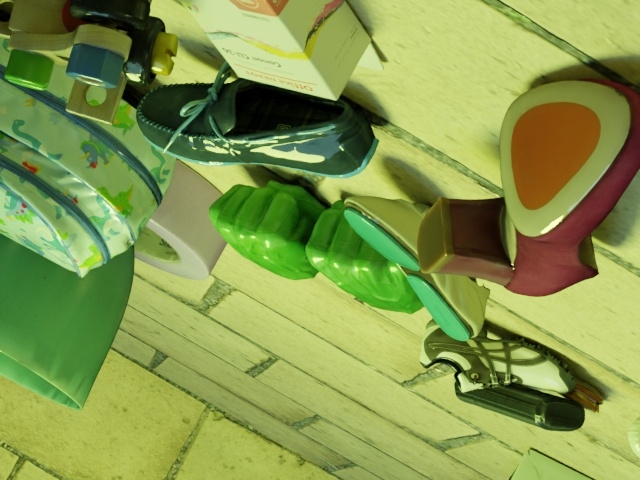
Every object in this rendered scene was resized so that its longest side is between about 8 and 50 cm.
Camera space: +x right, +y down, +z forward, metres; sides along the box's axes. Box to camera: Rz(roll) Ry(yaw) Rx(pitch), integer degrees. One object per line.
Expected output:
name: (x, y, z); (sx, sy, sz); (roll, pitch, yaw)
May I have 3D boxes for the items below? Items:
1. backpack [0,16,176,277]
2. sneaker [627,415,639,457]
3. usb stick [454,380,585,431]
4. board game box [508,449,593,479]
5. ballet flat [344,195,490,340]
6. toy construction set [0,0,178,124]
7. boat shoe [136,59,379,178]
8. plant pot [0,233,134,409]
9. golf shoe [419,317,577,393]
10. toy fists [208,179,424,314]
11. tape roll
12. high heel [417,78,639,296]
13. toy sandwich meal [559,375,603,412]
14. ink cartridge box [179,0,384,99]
backpack: (-0.342, -0.120, 1.711); (0.356, 0.273, 0.290); (17, 158, -1)
sneaker: (0.477, 0.252, 1.715); (0.237, 0.085, 0.086); (18, -173, 26)
usb stick: (0.257, 0.211, 1.937); (0.077, 0.045, 0.278); (14, 177, -18)
board game box: (0.407, 0.457, 2.443); (0.224, 0.097, 0.303); (27, 165, 10)
ballet flat: (0.111, 0.010, 1.573); (0.086, 0.086, 0.248); (14, 153, 44)
toy construction set: (-0.239, -0.218, 1.173); (0.258, 0.308, 0.237); (-11, 175, 9)
boat shoe: (-0.067, -0.131, 1.443); (0.258, 0.109, 0.089); (4, 148, 22)
plant pot: (-0.382, 0.050, 1.942); (0.293, 0.235, 0.293); (26, 164, 8)
golf shoe: (0.216, 0.159, 1.834); (0.198, 0.094, 0.077); (24, 163, 13)
toy fists: (0.000, 0.000, 1.714); (0.279, 0.096, 0.142); (18, 171, 30)
tape roll: (-0.250, -0.054, 1.989); (0.275, 0.090, 0.275); (27, 164, 8)
high heel: (0.226, -0.041, 1.235); (0.181, 0.127, 0.377); (3, 167, -17)
toy sandwich meal: (0.323, 0.197, 1.880); (0.086, 0.029, 0.085); (27, 165, 8)
ink cartridge box: (-0.038, -0.184, 1.233); (0.115, 0.067, 0.198); (18, 161, 35)
